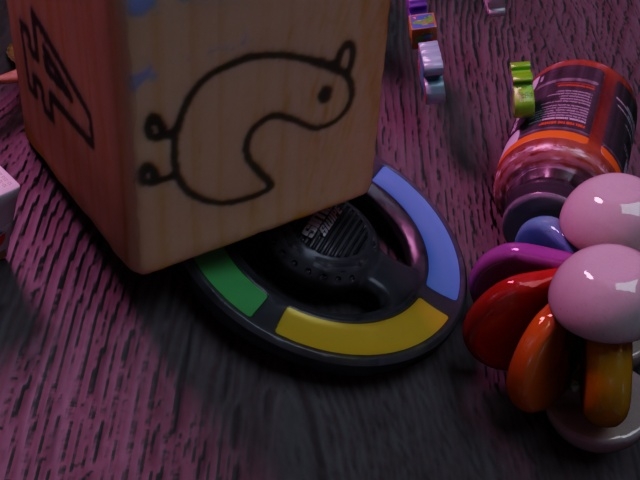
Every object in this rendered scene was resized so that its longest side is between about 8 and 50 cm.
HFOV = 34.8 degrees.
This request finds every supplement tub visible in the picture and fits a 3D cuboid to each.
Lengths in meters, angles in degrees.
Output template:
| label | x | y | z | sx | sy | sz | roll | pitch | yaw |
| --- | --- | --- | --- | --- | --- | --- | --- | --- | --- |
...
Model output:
| label | x | y | z | sx | sy | sz | roll | pitch | yaw |
| --- | --- | --- | --- | --- | --- | --- | --- | --- | --- |
| supplement tub | 0.206 | -0.066 | 0.864 | 0.106 | 0.106 | 0.198 | 28 | 42 | 1 |

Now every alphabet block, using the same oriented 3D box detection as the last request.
| label | x | y | z | sx | sy | sz | roll | pitch | yaw |
| --- | --- | --- | --- | --- | --- | --- | --- | --- | --- |
| alphabet block | -0.084 | -0.130 | 0.667 | 0.192 | 0.197 | 0.193 | -20 | 45 | -26 |

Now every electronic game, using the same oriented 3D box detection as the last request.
| label | x | y | z | sx | sy | sz | roll | pitch | yaw |
| --- | --- | --- | --- | --- | --- | --- | --- | --- | --- |
| electronic game | 0.000 | 0.000 | 0.738 | 0.229 | 0.048 | 0.229 | 14 | 44 | -14 |

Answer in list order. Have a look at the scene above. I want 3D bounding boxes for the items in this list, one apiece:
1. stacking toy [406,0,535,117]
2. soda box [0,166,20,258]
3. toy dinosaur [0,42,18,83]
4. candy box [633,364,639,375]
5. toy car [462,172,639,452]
| label | x | y | z | sx | sy | sz | roll | pitch | yaw |
| --- | --- | --- | --- | --- | --- | --- | --- | --- | --- |
| stacking toy | 0.092 | -0.171 | 0.908 | 0.167 | 0.052 | 0.221 | -6 | 47 | 3 |
| soda box | -0.288 | -0.065 | 0.641 | 0.216 | 0.069 | 0.074 | 41 | 45 | 16 |
| toy dinosaur | -0.201 | -0.138 | 0.783 | 0.093 | 0.053 | 0.183 | 13 | 34 | 7 |
| candy box | 0.311 | 0.036 | 0.749 | 0.070 | 0.196 | 0.165 | 27 | 42 | -2 |
| toy car | 0.169 | 0.048 | 0.716 | 0.136 | 0.159 | 0.182 | 5 | 40 | 16 |
